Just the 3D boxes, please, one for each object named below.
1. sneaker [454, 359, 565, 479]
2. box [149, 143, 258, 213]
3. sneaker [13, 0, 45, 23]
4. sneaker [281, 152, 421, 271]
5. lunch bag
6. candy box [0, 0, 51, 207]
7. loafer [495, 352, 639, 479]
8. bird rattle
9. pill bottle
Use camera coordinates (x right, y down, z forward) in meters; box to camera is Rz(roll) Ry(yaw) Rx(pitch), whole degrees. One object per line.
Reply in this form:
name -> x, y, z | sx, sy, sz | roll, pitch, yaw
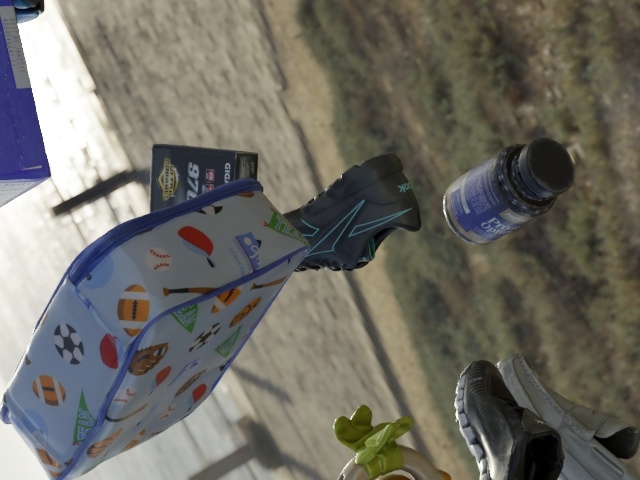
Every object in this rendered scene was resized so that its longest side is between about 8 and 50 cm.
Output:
sneaker -> 0.204, 0.206, 1.422 | 0.078, 0.106, 0.234 | 30, -145, -29
box -> -0.175, -0.027, 2.010 | 0.175, 0.051, 0.220 | 9, 98, 39
sneaker -> -0.477, -0.379, 1.641 | 0.125, 0.341, 0.140 | -13, 65, 40
sneaker -> 0.000, 0.000, 1.672 | 0.106, 0.267, 0.101 | 60, -162, 5
lunch bag -> -0.149, 0.083, 1.244 | 0.115, 0.243, 0.303 | 48, 132, 13
candy box -> -0.433, -0.153, 1.501 | 0.317, 0.122, 0.268 | -21, 80, 51
loafer -> 0.310, 0.240, 1.553 | 0.319, 0.111, 0.112 | 54, -169, 35
bird rattle -> 0.076, 0.367, 1.937 | 0.207, 0.253, 0.143 | 28, 169, -18
pill bottle -> 0.304, -0.082, 2.211 | 0.123, 0.123, 0.219 | 61, 145, 3
